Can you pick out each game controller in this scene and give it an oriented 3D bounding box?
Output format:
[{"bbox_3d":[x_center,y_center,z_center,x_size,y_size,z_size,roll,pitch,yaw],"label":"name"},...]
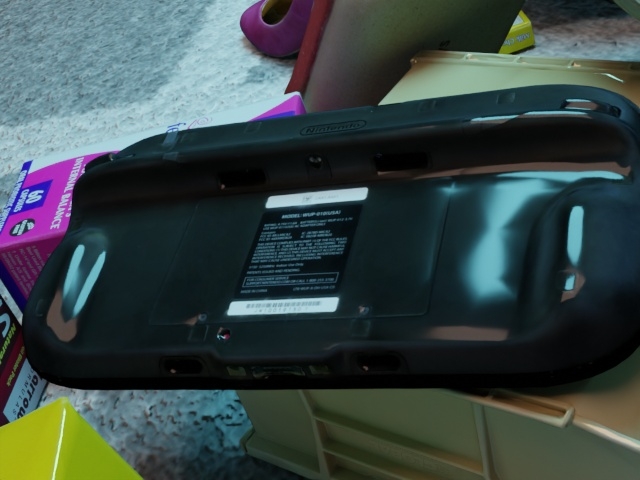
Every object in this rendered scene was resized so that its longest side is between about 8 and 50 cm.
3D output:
[{"bbox_3d":[0.000,0.000,0.488,0.319,0.067,0.166,-4,54,24],"label":"game controller"}]

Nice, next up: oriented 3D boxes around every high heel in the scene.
[{"bbox_3d":[-0.022,-0.236,0.927,0.082,0.117,0.244,-49,36,-14],"label":"high heel"}]

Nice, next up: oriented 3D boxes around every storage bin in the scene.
[{"bbox_3d":[0.109,0.020,0.549,0.260,0.123,0.262,12,48,37],"label":"storage bin"}]

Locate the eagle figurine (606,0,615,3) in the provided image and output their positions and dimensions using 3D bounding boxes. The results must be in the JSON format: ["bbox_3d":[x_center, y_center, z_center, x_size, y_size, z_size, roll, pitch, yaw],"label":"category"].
[{"bbox_3d":[0.216,-0.309,0.803,0.226,0.225,0.298,-8,25,-27],"label":"eagle figurine"}]

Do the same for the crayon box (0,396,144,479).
[{"bbox_3d":[-0.232,0.266,0.371,0.363,0.106,0.313,-26,36,14],"label":"crayon box"}]

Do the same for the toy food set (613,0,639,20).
[{"bbox_3d":[0.253,-0.180,0.627,0.092,0.306,0.219,-57,28,25],"label":"toy food set"}]

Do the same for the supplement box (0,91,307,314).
[{"bbox_3d":[-0.103,-0.009,0.703,0.220,0.114,0.111,-12,36,10],"label":"supplement box"}]

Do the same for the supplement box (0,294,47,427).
[{"bbox_3d":[-0.264,0.050,0.599,0.073,0.239,0.130,-9,38,14],"label":"supplement box"}]

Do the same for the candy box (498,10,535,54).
[{"bbox_3d":[0.118,-0.217,0.924,0.105,0.027,0.206,-21,36,6],"label":"candy box"}]

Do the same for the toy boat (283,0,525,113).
[{"bbox_3d":[0.043,-0.171,0.726,0.151,0.231,0.151,-13,61,-24],"label":"toy boat"}]
